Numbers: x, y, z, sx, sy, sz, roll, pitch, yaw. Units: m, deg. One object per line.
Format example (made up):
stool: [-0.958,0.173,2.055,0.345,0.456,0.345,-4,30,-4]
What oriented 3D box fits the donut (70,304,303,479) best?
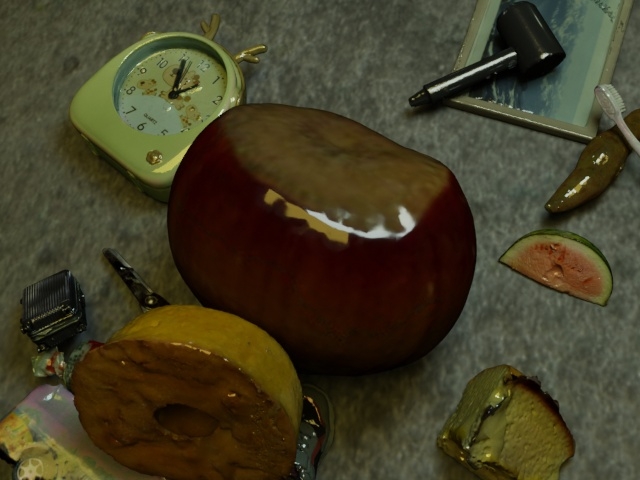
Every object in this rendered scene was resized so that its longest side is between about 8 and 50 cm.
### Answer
donut: [-0.147,0.188,0.951,0.278,0.277,0.108,11,37,10]

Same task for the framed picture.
framed picture: [0.364,-0.332,1.299,0.247,0.022,0.335,18,70,12]

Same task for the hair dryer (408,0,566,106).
hair dryer: [0.247,-0.279,1.250,0.248,0.070,0.114,-24,69,4]

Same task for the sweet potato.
sweet potato: [0.428,-0.126,1.185,0.274,0.067,0.067,-42,70,-16]

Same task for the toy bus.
toy bus: [-0.289,0.327,1.049,0.317,0.112,0.138,32,65,16]

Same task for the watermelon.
watermelon: [0.353,0.018,1.144,0.163,0.087,0.069,25,35,13]

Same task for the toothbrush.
toothbrush: [0.488,-0.098,1.150,0.029,0.025,0.307,-26,83,-31]

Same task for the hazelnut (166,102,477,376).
hazelnut: [0.000,0.000,1.044,0.409,0.359,0.359,32,74,13]

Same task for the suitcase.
suitcase: [-0.386,0.099,1.149,0.086,0.059,0.126,-26,33,-6]

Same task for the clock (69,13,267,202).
clock: [-0.227,-0.230,1.276,0.235,0.096,0.308,38,76,20]

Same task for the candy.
candy: [-0.274,0.196,1.123,0.292,0.059,0.086,13,68,11]

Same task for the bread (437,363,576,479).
bread: [0.240,0.245,0.995,0.169,0.160,0.140,33,74,17]

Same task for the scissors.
scissors: [-0.233,0.105,1.150,0.160,0.024,0.317,-22,52,-37]

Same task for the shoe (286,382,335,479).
shoe: [-0.049,0.289,1.027,0.099,0.125,0.227,9,70,12]
